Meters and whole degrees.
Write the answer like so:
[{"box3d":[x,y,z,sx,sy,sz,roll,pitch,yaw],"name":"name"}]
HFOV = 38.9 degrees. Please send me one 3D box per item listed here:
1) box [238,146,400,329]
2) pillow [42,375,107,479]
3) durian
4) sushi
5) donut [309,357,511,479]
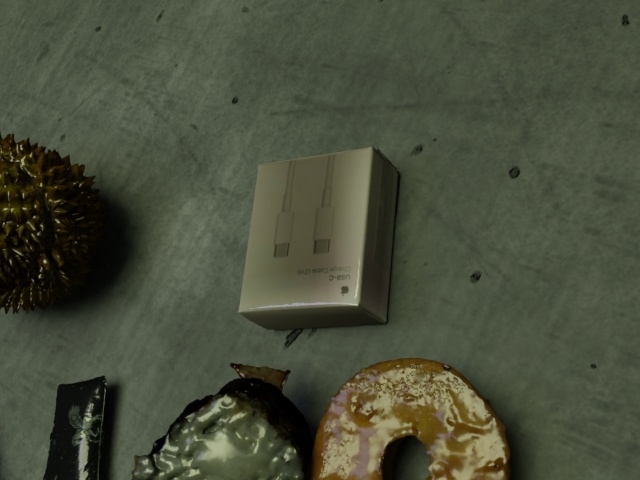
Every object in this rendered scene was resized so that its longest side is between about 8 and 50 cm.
[{"box3d":[0.000,0.000,1.353,0.203,0.106,0.252,-5,68,28],"name":"box"},{"box3d":[-0.400,0.329,1.481,0.141,0.055,0.208,-13,62,33],"name":"pillow"},{"box3d":[-0.546,-0.032,1.554,0.384,0.347,0.347,27,85,37],"name":"durian"},{"box3d":[-0.150,0.315,1.217,0.196,0.182,0.343,42,94,-6],"name":"sushi"},{"box3d":[0.121,0.291,1.142,0.277,0.108,0.277,-12,64,26],"name":"donut"}]
